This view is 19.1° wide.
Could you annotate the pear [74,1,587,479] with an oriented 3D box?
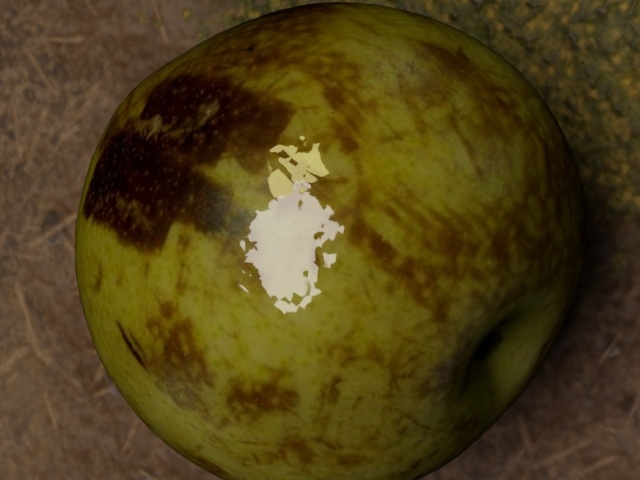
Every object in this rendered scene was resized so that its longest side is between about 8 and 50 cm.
[{"bbox_3d":[0.000,0.000,1.035,0.284,0.283,0.283,2,94,26],"label":"pear"}]
